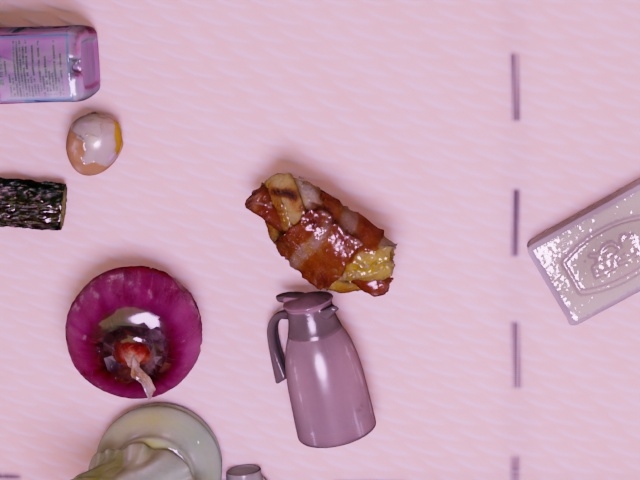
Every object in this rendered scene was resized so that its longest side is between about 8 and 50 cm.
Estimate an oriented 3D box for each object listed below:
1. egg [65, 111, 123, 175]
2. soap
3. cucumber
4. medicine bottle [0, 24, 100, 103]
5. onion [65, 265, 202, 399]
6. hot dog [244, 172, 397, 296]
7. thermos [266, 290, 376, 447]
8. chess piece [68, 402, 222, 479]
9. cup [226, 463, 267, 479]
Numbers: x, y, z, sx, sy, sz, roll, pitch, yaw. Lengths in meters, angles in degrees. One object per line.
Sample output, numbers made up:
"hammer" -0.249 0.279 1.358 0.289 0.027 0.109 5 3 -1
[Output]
"egg" -0.291 -0.122 1.875 0.071 0.071 0.083 16 106 1
"soap" 0.367 0.012 1.851 0.183 0.064 0.121 -31 95 10
"cucumber" -0.475 -0.051 1.910 0.294 0.067 0.067 3 102 5
"medicine bottle" -0.380 -0.220 1.836 0.188 0.119 0.094 -1 102 5
"onion" -0.240 0.119 1.885 0.177 0.153 0.177 0 92 13
"hot dog" 0.000 0.000 1.843 0.213 0.146 0.103 32 76 2
"thermos" -0.011 0.158 1.894 0.137 0.105 0.193 3 113 43
"chess piece" -0.226 0.322 1.850 0.176 0.298 0.175 1 100 6
"cup" -0.089 0.347 1.967 0.075 0.054 0.083 -5 99 7
